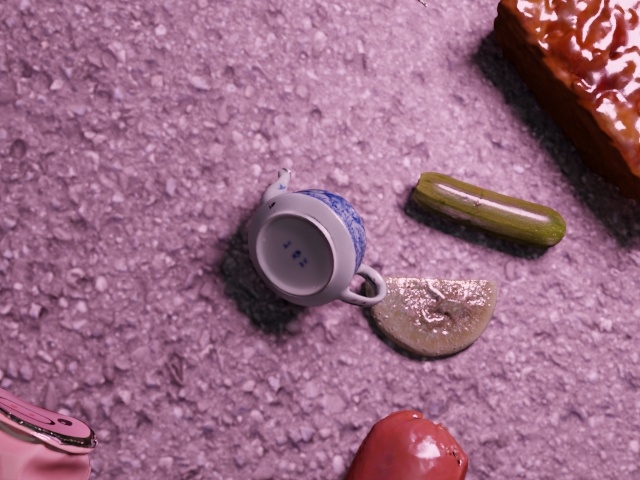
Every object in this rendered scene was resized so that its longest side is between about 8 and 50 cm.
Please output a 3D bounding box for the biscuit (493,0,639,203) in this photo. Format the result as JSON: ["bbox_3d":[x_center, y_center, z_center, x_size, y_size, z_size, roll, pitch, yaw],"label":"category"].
[{"bbox_3d":[0.479,-0.271,1.464,0.343,0.166,0.395,-36,89,-9],"label":"biscuit"}]

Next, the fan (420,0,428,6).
[{"bbox_3d":[0.121,-0.380,1.526,0.060,0.003,0.080,-21,83,-11],"label":"fan"}]

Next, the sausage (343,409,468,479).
[{"bbox_3d":[0.089,0.357,1.309,0.152,0.152,0.279,28,76,-3],"label":"sausage"}]

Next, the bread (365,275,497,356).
[{"bbox_3d":[0.158,0.107,1.424,0.193,0.036,0.112,2,80,-8],"label":"bread"}]

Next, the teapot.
[{"bbox_3d":[0.000,0.000,1.375,0.159,0.159,0.232,-40,86,-13],"label":"teapot"}]

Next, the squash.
[{"bbox_3d":[0.243,-0.042,1.451,0.229,0.066,0.066,18,77,-4],"label":"squash"}]

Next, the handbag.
[{"bbox_3d":[-0.377,0.259,1.245,0.205,0.179,0.116,23,84,-2],"label":"handbag"}]
